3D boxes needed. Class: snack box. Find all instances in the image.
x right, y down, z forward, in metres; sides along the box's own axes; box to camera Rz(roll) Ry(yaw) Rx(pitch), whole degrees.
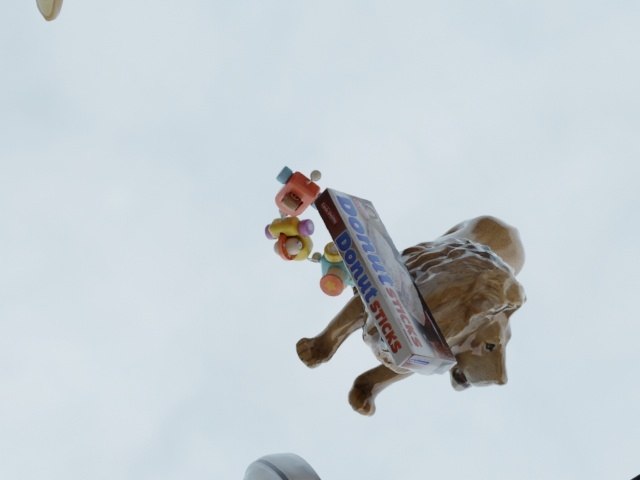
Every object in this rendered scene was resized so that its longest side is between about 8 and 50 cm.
[{"bbox_3d":[0.053,0.034,1.268,0.022,0.064,0.178,-44,-125,26],"label":"snack box"}]

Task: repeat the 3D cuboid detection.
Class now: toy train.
[{"bbox_3d":[0.000,0.000,1.611,0.166,0.125,0.046,40,-131,-11],"label":"toy train"}]

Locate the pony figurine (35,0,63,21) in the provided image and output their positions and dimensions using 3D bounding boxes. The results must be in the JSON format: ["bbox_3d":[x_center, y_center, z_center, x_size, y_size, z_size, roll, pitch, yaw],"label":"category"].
[{"bbox_3d":[-0.077,-0.321,0.712,0.303,0.363,0.351,26,-123,26],"label":"pony figurine"}]

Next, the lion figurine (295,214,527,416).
[{"bbox_3d":[0.126,0.045,1.486,0.240,0.142,0.392,-41,-174,28],"label":"lion figurine"}]

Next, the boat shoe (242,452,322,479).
[{"bbox_3d":[-0.048,0.313,1.288,0.156,0.136,0.367,-8,-150,-15],"label":"boat shoe"}]

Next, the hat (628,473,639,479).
[{"bbox_3d":[0.317,0.295,1.372,0.331,0.331,0.134,-18,-144,2],"label":"hat"}]
